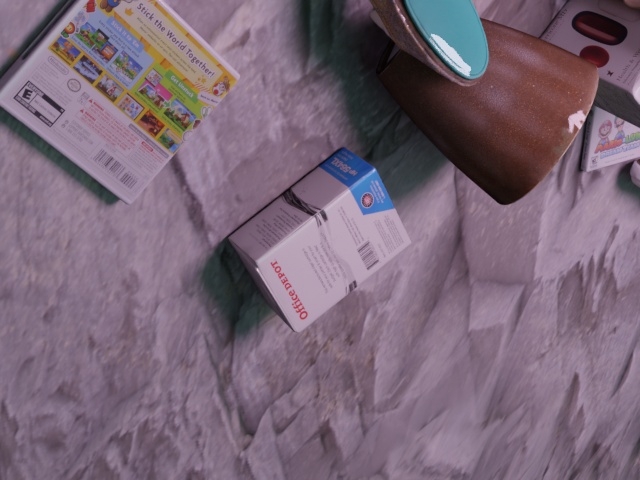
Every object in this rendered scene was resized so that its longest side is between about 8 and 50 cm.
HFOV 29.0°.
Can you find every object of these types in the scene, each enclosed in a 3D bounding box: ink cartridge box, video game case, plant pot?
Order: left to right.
[{"bbox_3d":[-0.228,-0.177,1.406,0.206,0.026,0.227,-49,132,-1],"label":"video game case"},{"bbox_3d":[0.000,0.000,1.632,0.203,0.086,0.148,-37,131,-11],"label":"ink cartridge box"},{"bbox_3d":[0.195,-0.196,1.572,0.230,0.215,0.215,32,96,-12],"label":"plant pot"},{"bbox_3d":[0.472,-0.188,1.905,0.157,0.019,0.143,-16,124,-28],"label":"video game case"}]

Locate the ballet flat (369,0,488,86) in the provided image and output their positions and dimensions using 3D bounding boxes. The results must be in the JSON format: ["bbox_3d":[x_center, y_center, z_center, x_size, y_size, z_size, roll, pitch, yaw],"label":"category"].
[{"bbox_3d":[0.084,-0.312,1.448,0.107,0.106,0.316,-43,109,-28],"label":"ballet flat"}]

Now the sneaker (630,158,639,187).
[{"bbox_3d":[0.593,-0.055,2.011,0.290,0.106,0.123,11,107,-41],"label":"sneaker"}]

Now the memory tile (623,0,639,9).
[{"bbox_3d":[0.401,-0.385,1.660,0.113,0.148,0.012,-55,160,3],"label":"memory tile"}]

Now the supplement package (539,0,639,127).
[{"bbox_3d":[0.451,-0.275,1.713,0.149,0.203,0.194,35,92,-42],"label":"supplement package"}]
